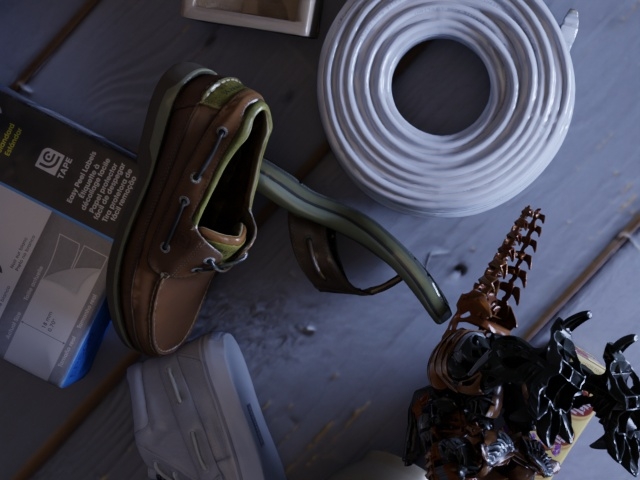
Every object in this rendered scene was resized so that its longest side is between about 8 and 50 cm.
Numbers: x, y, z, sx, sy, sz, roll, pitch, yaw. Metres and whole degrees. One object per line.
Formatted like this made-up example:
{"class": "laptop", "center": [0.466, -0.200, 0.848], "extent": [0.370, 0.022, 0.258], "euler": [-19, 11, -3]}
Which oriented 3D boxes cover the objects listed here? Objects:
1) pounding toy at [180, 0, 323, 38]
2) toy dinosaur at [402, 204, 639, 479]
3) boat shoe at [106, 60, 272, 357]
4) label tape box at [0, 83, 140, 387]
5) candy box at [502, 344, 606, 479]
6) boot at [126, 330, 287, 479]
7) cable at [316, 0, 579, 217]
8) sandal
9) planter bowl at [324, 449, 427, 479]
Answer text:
{"class": "pounding toy", "center": [-0.080, -0.316, 1.229], "extent": [0.181, 0.094, 0.206], "euler": [10, 98, 7]}
{"class": "toy dinosaur", "center": [0.159, 0.133, 1.119], "extent": [0.218, 0.164, 0.322], "euler": [-1, 94, 48]}
{"class": "boat shoe", "center": [-0.122, -0.009, 1.171], "extent": [0.104, 0.111, 0.307], "euler": [26, 121, 24]}
{"class": "label tape box", "center": [-0.344, -0.033, 1.259], "extent": [0.334, 0.106, 0.240], "euler": [27, 93, 3]}
{"class": "candy box", "center": [0.213, 0.191, 1.219], "extent": [0.053, 0.109, 0.186], "euler": [31, 94, 2]}
{"class": "boot", "center": [-0.113, 0.230, 1.265], "extent": [0.123, 0.095, 0.258], "euler": [-19, 82, 11]}
{"class": "cable", "center": [0.122, -0.149, 1.224], "extent": [0.257, 0.089, 0.257], "euler": [6, 92, 4]}
{"class": "sandal", "center": [-0.001, 0.000, 1.230], "extent": [0.303, 0.120, 0.086], "euler": [32, 89, 12]}
{"class": "planter bowl", "center": [0.063, 0.276, 1.222], "extent": [0.162, 0.162, 0.109], "euler": [31, 68, 3]}
